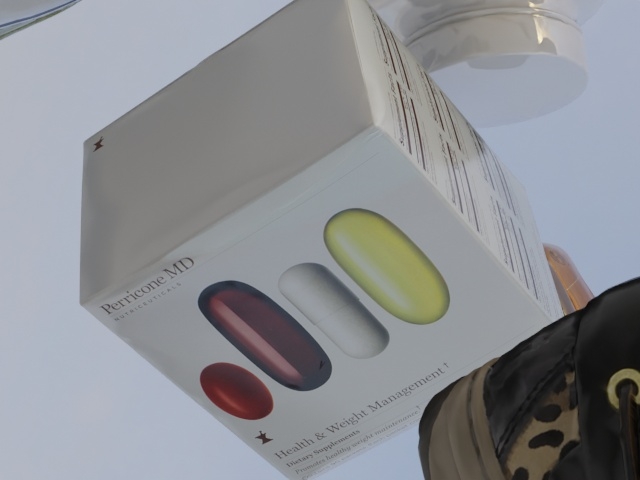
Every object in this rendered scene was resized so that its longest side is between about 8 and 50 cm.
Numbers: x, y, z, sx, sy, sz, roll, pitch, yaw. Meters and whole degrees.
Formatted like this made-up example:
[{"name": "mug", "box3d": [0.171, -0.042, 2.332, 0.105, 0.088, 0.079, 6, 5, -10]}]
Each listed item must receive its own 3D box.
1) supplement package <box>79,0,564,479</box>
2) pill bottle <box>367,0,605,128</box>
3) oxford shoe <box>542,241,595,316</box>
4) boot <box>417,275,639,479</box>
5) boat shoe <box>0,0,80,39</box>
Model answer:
[{"name": "supplement package", "box3d": [0.000, 0.000, 0.850, 0.194, 0.203, 0.149, -31, -142, 19]}, {"name": "pill bottle", "box3d": [0.099, -0.247, 0.997, 0.181, 0.181, 0.323, -22, -114, 43]}, {"name": "oxford shoe", "box3d": [0.178, 0.097, 0.965, 0.076, 0.076, 0.212, -23, -95, 40]}, {"name": "boot", "box3d": [0.219, 0.131, 0.487, 0.284, 0.138, 0.377, -46, -124, 28]}, {"name": "boat shoe", "box3d": [-0.254, -0.149, 0.922, 0.302, 0.094, 0.109, -13, -121, 9]}]
